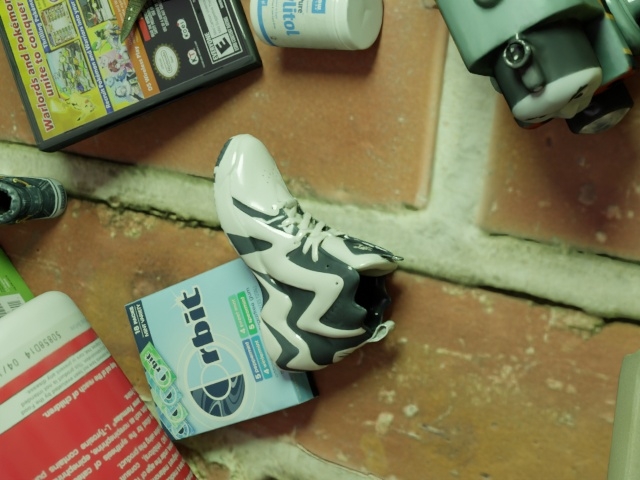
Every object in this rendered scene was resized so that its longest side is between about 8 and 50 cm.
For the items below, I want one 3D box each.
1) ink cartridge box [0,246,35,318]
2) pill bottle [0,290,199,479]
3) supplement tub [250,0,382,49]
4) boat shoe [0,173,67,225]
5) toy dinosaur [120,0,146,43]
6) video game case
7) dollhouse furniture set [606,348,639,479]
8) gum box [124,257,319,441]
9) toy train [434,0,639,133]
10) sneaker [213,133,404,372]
[{"bbox_3d":[-0.454,0.140,1.238,0.255,0.097,0.189,-47,71,26],"label":"ink cartridge box"},{"bbox_3d":[-0.239,0.274,1.012,0.229,0.229,0.407,-33,93,30],"label":"pill bottle"},{"bbox_3d":[-0.005,-0.213,0.935,0.107,0.071,0.071,9,99,32],"label":"supplement tub"},{"bbox_3d":[-0.391,-0.048,1.186,0.183,0.083,0.065,-3,93,33],"label":"boat shoe"},{"bbox_3d":[-0.150,-0.343,0.941,0.160,0.121,0.313,15,89,25],"label":"toy dinosaur"},{"bbox_3d":[-0.218,-0.261,1.035,0.248,0.035,0.274,-20,86,12],"label":"video game case"},{"bbox_3d":[0.314,0.240,0.785,0.198,0.151,0.301,8,82,11],"label":"dollhouse furniture set"},{"bbox_3d":[-0.107,0.112,1.049,0.184,0.041,0.157,-21,84,33],"label":"gum box"},{"bbox_3d":[0.134,-0.233,0.775,0.142,0.190,0.334,-27,80,32],"label":"toy train"},{"bbox_3d":[0.000,0.000,0.941,0.153,0.094,0.235,-16,86,31],"label":"sneaker"}]
